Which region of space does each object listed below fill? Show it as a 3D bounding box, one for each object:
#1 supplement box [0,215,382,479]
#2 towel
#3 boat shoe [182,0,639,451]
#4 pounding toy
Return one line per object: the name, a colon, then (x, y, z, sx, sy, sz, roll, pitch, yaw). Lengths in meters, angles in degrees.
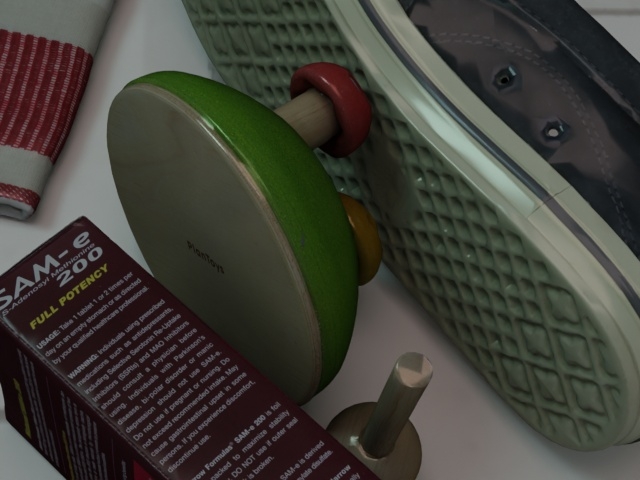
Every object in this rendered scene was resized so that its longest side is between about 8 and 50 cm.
supplement box: (-0.055, 0.111, 0.712, 0.239, 0.130, 0.073, 40, 63, 19)
towel: (-0.245, -0.172, 0.940, 0.237, 0.037, 0.329, 11, 59, 1)
boat shoe: (0.059, -0.112, 0.839, 0.156, 0.187, 0.500, -29, 68, -26)
pounding toy: (0.000, 0.000, 0.760, 0.110, 0.183, 0.237, -30, 67, -24)
